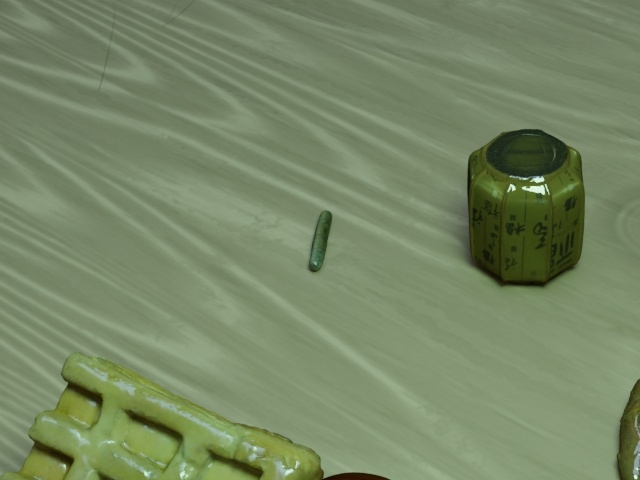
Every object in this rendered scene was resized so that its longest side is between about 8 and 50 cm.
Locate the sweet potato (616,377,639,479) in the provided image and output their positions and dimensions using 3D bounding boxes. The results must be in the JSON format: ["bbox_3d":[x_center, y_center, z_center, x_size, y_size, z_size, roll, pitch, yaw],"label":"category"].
[{"bbox_3d":[0.372,0.217,1.688,0.068,0.060,0.206,-23,34,44],"label":"sweet potato"}]

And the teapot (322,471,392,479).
[{"bbox_3d":[0.057,0.341,1.524,0.252,0.135,0.178,31,86,16],"label":"teapot"}]

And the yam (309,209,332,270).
[{"bbox_3d":[0.000,0.000,2.015,0.021,0.021,0.116,3,40,9],"label":"yam"}]

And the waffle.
[{"bbox_3d":[-0.197,0.310,1.483,0.304,0.077,0.348,23,76,20],"label":"waffle"}]

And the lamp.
[{"bbox_3d":[0.265,-0.042,1.914,0.161,0.185,0.161,-5,40,4],"label":"lamp"}]
